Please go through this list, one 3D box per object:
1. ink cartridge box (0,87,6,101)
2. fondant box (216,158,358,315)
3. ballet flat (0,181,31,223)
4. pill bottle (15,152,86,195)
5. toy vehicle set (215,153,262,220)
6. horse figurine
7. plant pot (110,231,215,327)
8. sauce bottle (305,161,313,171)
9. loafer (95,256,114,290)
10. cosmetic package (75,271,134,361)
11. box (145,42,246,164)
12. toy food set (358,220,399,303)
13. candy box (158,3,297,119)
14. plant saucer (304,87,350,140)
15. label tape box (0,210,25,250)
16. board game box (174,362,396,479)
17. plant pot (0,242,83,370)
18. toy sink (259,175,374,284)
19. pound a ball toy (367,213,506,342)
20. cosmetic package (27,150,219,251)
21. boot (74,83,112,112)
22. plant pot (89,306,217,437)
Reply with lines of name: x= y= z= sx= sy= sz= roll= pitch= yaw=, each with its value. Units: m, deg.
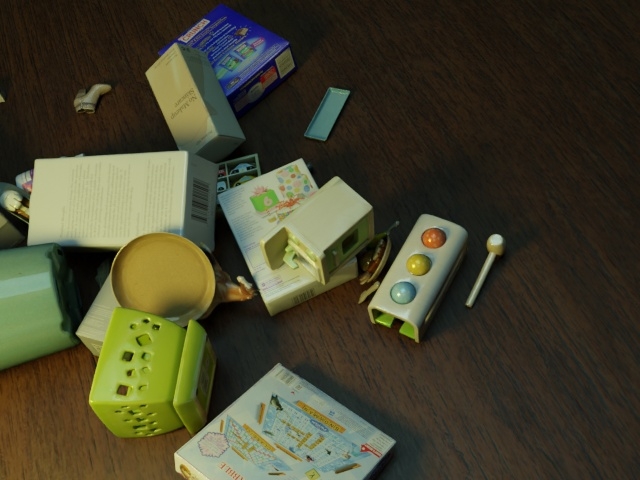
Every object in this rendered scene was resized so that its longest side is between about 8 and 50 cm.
ink cartridge box: x=-1.071 y=-0.464 z=2.304 sx=0.115 sy=0.062 sz=0.029 roll=-8 pitch=57 yaw=6
fondant box: x=-0.083 y=-0.013 z=1.781 sx=0.238 sy=0.096 sz=0.330 roll=-24 pitch=64 yaw=-6
ballet flat: x=-0.788 y=-0.088 z=1.933 sx=0.213 sy=0.068 sz=0.072 roll=35 pitch=85 yaw=-17
pill bottle: x=-0.734 y=-0.169 z=2.019 sx=0.194 sy=0.108 sz=0.108 roll=-25 pitch=56 yaw=-5
toy vehicle set: x=-0.284 y=-0.131 z=1.952 sx=0.267 sy=0.035 sz=0.165 roll=-14 pitch=56 yaw=1
horse figurine: x=-0.288 y=0.123 z=1.718 sx=0.263 sy=0.174 sz=0.066 roll=-38 pitch=15 yaw=24
plant pot: x=-0.356 y=0.089 z=1.649 sx=0.237 sy=0.236 sz=0.032 roll=-12 pitch=17 yaw=3
sauce bottle: x=-0.077 y=-0.166 z=1.935 sx=0.128 sy=0.042 sz=0.042 roll=-34 pitch=57 yaw=-14
loafer: x=-0.539 y=0.107 z=1.835 sx=0.050 sy=0.056 sz=0.148 roll=-32 pitch=39 yaw=14
cosmetic package: x=-0.470 y=0.159 z=1.743 sx=0.107 sy=0.127 sz=0.237 roll=11 pitch=58 yaw=16
box: x=-0.344 y=-0.369 z=1.991 sx=0.148 sy=0.121 sz=0.311 roll=-37 pitch=70 yaw=27
toy food set: x=0.124 y=0.043 z=1.711 sx=0.039 sy=0.132 sz=0.192 roll=25 pitch=61 yaw=-8
candy box: x=-0.277 y=-0.539 z=2.169 sx=0.317 sy=0.122 sz=0.268 roll=38 pitch=72 yaw=28
plant saucer: x=0.021 y=-0.357 z=2.055 sx=0.067 sy=0.018 sz=0.192 roll=15 pitch=60 yaw=19
label tape box: x=-0.958 y=-0.126 z=1.888 sx=0.115 sy=0.347 sz=0.249 roll=-43 pitch=60 yaw=-17
board game box: x=-0.067 y=0.433 z=1.455 sx=0.319 sy=0.065 sz=0.318 roll=29 pitch=44 yaw=27
plant pot: x=-0.755 y=0.160 z=1.693 sx=0.334 sy=0.341 sz=0.341 roll=-14 pitch=55 yaw=-7
toy sink: x=0.000 y=0.000 z=1.626 sx=0.234 sy=0.152 sz=0.131 roll=-40 pitch=66 yaw=-15
pound a ball toy: x=0.273 y=0.073 z=1.653 sx=0.208 sy=0.135 sz=0.319 roll=22 pitch=64 yaw=23
cosmetic package: x=-0.492 y=-0.087 z=1.805 sx=0.454 sy=0.161 sz=0.229 roll=0 pitch=83 yaw=21
boot: x=-0.701 y=-0.434 z=2.233 sx=0.119 sy=0.042 sz=0.086 roll=-11 pitch=62 yaw=4
plant pot: x=-0.348 y=0.296 z=1.577 sx=0.207 sy=0.228 sz=0.227 roll=3 pitch=57 yaw=4
